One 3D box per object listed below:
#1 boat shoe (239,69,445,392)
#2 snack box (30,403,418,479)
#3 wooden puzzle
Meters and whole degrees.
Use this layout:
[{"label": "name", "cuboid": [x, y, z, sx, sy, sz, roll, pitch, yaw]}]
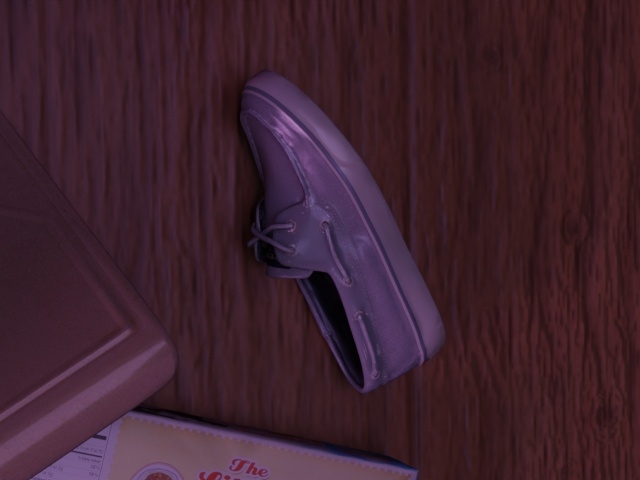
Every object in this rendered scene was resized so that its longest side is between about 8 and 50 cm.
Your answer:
[{"label": "boat shoe", "cuboid": [0.000, 0.000, 1.244, 0.081, 0.079, 0.227, -37, 110, -20]}, {"label": "snack box", "cuboid": [-0.107, 0.202, 1.226, 0.322, 0.060, 0.187, 15, 89, -22]}, {"label": "wooden puzzle", "cuboid": [-0.236, 0.044, 1.137, 0.221, 0.044, 0.239, -34, 78, -16]}]
